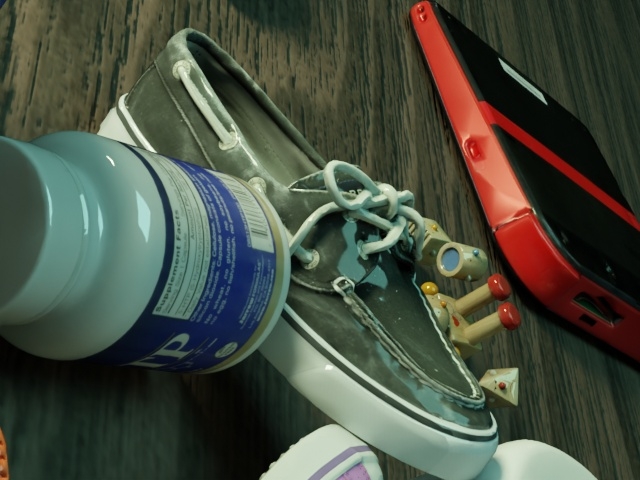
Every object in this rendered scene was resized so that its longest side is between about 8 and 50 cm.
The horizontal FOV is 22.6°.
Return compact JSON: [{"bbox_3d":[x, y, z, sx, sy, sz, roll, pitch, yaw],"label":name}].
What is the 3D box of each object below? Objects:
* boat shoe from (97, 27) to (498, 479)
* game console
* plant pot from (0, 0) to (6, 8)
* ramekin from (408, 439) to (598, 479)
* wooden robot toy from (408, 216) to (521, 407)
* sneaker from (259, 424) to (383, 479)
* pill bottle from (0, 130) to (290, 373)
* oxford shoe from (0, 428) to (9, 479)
[{"bbox_3d":[0.002,0.000,0.908,0.306,0.105,0.113,48,22,24],"label":"boat shoe"},{"bbox_3d":[0.241,-0.047,1.656,0.386,0.060,0.342,29,33,-52],"label":"game console"},{"bbox_3d":[-0.223,-0.216,0.692,0.236,0.212,0.236,25,40,-55],"label":"plant pot"},{"bbox_3d":[0.120,0.251,0.929,0.277,0.135,0.277,45,27,-31],"label":"ramekin"},{"bbox_3d":[0.095,0.049,1.213,0.079,0.076,0.173,14,49,-45],"label":"wooden robot toy"},{"bbox_3d":[0.003,0.198,0.734,0.161,0.102,0.282,33,29,8],"label":"sneaker"},{"bbox_3d":[-0.107,0.006,0.790,0.186,0.112,0.112,15,49,-58],"label":"pill bottle"},{"bbox_3d":[-0.142,0.137,0.581,0.098,0.097,0.271,92,-27,-57],"label":"oxford shoe"}]
